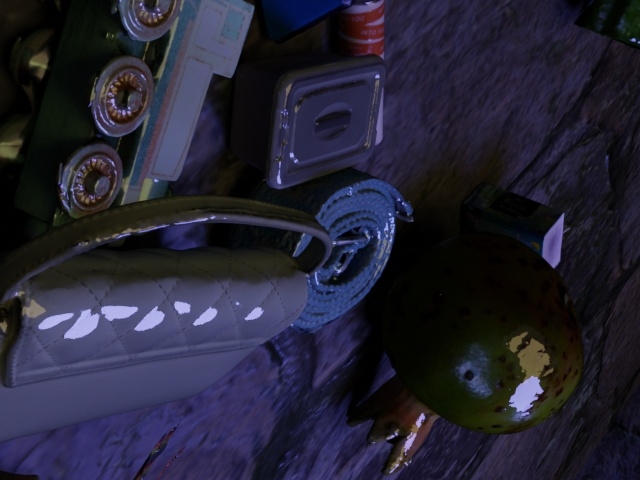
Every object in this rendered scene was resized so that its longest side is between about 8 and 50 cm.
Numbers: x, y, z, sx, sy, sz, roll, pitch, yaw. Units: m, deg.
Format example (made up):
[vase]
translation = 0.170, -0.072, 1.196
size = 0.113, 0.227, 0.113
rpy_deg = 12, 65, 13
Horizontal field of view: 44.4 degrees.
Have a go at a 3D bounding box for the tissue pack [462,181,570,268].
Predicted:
[tissue pack]
translation = 0.240, -0.017, 0.958
size = 0.079, 0.111, 0.085
rpy_deg = -44, 143, -28

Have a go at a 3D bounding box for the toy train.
[toy train]
translation = -0.112, -0.086, 0.456
size = 0.125, 0.080, 0.194
rpy_deg = 2, 110, -59

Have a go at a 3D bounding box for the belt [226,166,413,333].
[belt]
translation = -0.005, 0.000, 0.658
size = 0.148, 0.082, 0.163
rpy_deg = -62, 150, -2

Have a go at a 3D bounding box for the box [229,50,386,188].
[box]
translation = -0.011, -0.099, 0.597
size = 0.122, 0.062, 0.089
rpy_deg = -22, 130, -44

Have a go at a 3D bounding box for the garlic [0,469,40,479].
[garlic]
translation = -0.271, 0.278, 0.464
size = 0.318, 0.112, 0.143
rpy_deg = -56, 171, -22

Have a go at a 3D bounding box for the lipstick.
[lipstick]
translation = 0.034, -0.141, 0.650
size = 0.038, 0.038, 0.131
rpy_deg = -36, 139, -35

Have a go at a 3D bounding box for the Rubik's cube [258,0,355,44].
[Rubik's cube]
translation = -0.015, -0.275, 0.474
size = 0.250, 0.284, 0.234
rpy_deg = -37, 132, 22

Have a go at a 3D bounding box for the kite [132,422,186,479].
[kite]
translation = -0.166, 0.223, 0.601
size = 0.244, 0.006, 0.198
rpy_deg = -54, 168, 20

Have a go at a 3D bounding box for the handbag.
[handbag]
translation = -0.105, 0.036, 0.464
size = 0.219, 0.079, 0.256
rpy_deg = -38, 160, 29

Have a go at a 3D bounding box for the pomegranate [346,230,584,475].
[pomegranate]
translation = 0.144, 0.119, 0.863
size = 0.285, 0.231, 0.231
rpy_deg = -28, 142, 0

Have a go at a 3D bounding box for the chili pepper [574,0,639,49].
[chili pepper]
translation = 0.447, -0.384, 0.932
size = 0.213, 0.167, 0.385
rpy_deg = 27, 92, -55
